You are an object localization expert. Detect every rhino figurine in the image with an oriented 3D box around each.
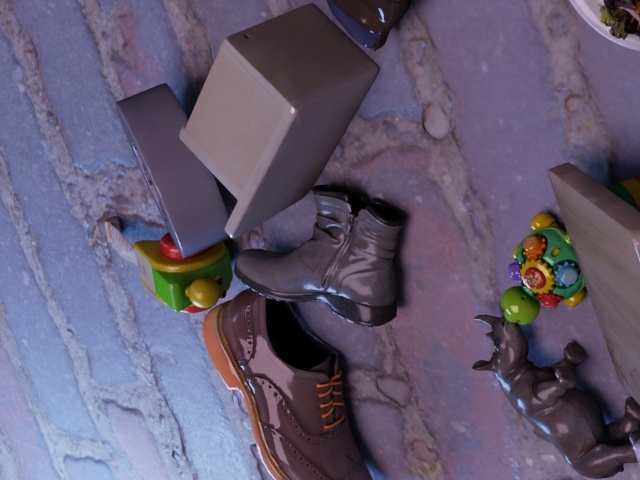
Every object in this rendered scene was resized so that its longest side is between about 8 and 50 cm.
[{"bbox_3d":[0.260,0.171,1.328,0.243,0.073,0.106,44,133,18],"label":"rhino figurine"}]

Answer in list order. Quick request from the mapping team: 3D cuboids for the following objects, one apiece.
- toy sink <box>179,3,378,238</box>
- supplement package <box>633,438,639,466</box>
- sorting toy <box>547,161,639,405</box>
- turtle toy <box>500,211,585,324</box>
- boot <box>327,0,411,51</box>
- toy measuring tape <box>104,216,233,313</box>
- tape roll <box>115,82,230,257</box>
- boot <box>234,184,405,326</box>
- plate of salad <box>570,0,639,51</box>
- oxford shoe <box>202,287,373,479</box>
[{"bbox_3d":[-0.064,-0.142,1.392,0.131,0.152,0.234,45,138,14],"label":"toy sink"},{"bbox_3d":[0.459,0.284,1.149,0.204,0.145,0.262,-6,109,45],"label":"supplement package"},{"bbox_3d":[0.326,0.057,1.102,0.257,0.089,0.256,-108,-5,-73],"label":"sorting toy"},{"bbox_3d":[0.240,0.039,1.272,0.095,0.066,0.130,42,136,18],"label":"turtle toy"},{"bbox_3d":[0.011,-0.303,1.277,0.219,0.082,0.106,46,139,22],"label":"boot"},{"bbox_3d":[-0.208,0.021,1.689,0.330,0.121,0.121,34,137,56],"label":"toy measuring tape"},{"bbox_3d":[-0.190,-0.090,1.522,0.219,0.072,0.219,62,170,19],"label":"tape roll"},{"bbox_3d":[0.000,0.000,1.483,0.246,0.083,0.161,15,116,31],"label":"boot"},{"bbox_3d":[0.292,-0.263,1.059,0.199,0.048,0.200,22,127,33],"label":"plate of salad"},{"bbox_3d":[-0.019,0.227,1.589,0.132,0.130,0.364,-33,92,39],"label":"oxford shoe"}]
